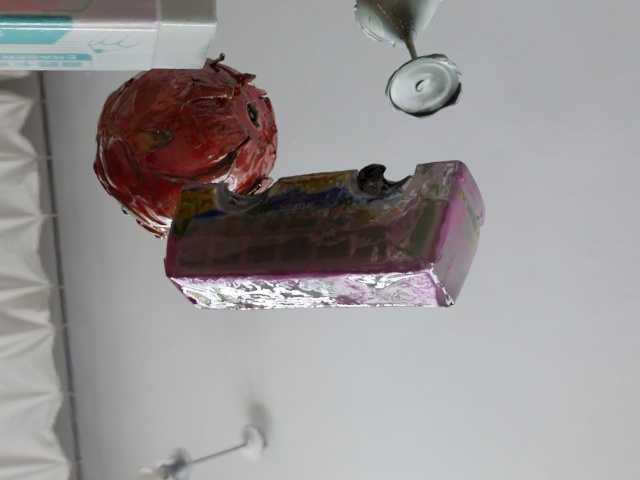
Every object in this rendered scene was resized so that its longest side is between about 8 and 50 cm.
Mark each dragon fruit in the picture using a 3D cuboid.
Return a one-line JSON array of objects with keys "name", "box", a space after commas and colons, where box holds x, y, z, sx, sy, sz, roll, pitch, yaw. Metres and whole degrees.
[{"name": "dragon fruit", "box": [-0.176, -0.120, 1.201, 0.252, 0.241, 0.241, 2, -85, 48]}]

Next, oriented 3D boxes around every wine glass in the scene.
[{"name": "wine glass", "box": [0.142, -0.310, 1.447, 0.156, 0.156, 0.232, -48, -143, 34]}]

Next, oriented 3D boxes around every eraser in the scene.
[{"name": "eraser", "box": [-0.178, -0.135, 0.542, 0.095, 0.225, 0.052, 153, -66, -75]}]

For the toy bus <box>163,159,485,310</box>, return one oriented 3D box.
[{"name": "toy bus", "box": [0.000, 0.000, 0.800, 0.274, 0.090, 0.112, -3, -125, 27]}]
